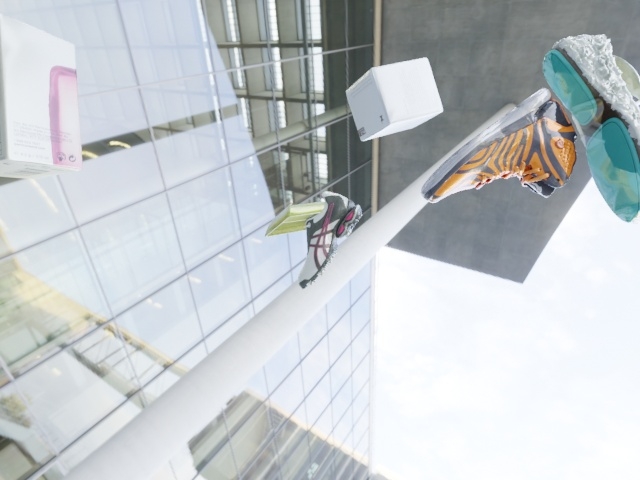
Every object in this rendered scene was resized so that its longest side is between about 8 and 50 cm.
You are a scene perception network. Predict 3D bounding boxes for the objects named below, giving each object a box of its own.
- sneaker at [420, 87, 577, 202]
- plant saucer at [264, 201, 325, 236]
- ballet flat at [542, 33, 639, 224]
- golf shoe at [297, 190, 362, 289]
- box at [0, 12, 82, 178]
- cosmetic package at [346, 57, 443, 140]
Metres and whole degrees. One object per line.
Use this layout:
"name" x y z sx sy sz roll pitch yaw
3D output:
"sneaker" 0.365 -0.138 0.784 0.321 0.124 0.180 -37 -92 3
"plant saucer" -0.068 -0.073 1.281 0.188 0.188 0.045 -33 -108 54
"ballet flat" 0.578 -0.239 0.775 0.147 0.147 0.409 -31 -113 44
"golf shoe" 0.000 0.000 1.082 0.120 0.105 0.273 32 -82 1
"box" -0.523 -0.234 0.700 0.148 0.127 0.232 -3 -90 27
"cosmetic package" 0.197 -0.379 1.091 0.151 0.183 0.151 -9 -81 67
